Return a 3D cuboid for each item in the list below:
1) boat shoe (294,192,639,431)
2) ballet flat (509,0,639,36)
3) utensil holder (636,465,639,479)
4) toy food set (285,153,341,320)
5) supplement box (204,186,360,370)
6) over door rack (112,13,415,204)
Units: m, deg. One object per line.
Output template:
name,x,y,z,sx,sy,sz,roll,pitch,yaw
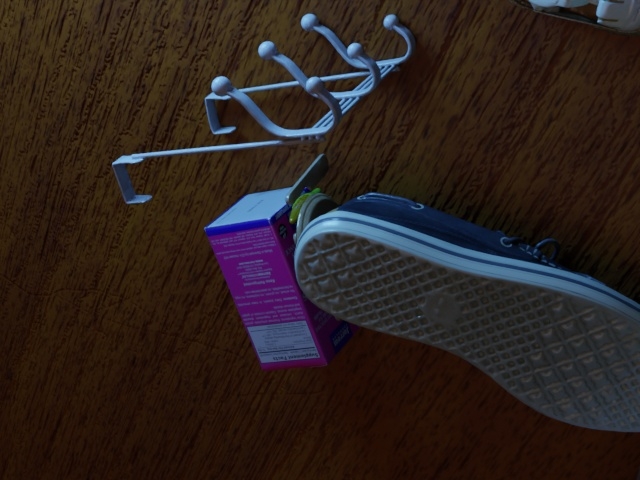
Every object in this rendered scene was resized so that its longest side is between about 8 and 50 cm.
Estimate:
boat shoe,0.216,0.073,1.326,0.500,0.156,0.186,21,120,5
ballet flat,0.281,-0.250,1.158,0.206,0.067,0.073,15,122,22
utensil holder,0.467,0.412,1.212,0.328,0.385,0.327,14,123,24
toy food set,0.000,0.000,1.418,0.039,0.132,0.192,-8,116,32
supplement box,-0.048,0.052,1.488,0.114,0.111,0.220,-8,112,32
over door rack,-0.076,-0.169,1.301,0.324,0.239,0.108,-15,109,35
